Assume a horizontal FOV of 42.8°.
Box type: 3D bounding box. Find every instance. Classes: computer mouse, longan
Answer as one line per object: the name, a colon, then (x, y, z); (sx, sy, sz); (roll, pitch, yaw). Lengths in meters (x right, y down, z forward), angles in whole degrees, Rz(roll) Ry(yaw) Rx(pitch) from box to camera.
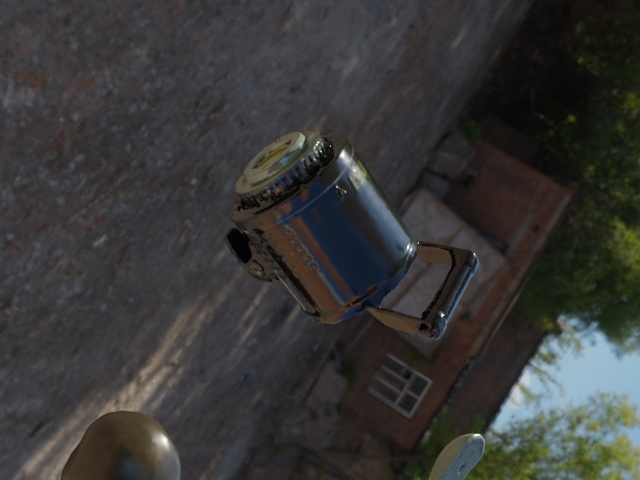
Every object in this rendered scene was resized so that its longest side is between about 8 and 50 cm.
computer mouse: (0.283, 0.488, 1.767); (0.181, 0.056, 0.089); (-49, 128, -15)
longan: (-0.327, 0.388, 1.354); (0.212, 0.198, 0.198); (-64, 172, -2)

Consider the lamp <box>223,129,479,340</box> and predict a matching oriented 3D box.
lamp: (0.009, -0.026, 1.192); (0.205, 0.374, 0.272); (-55, 137, -37)
